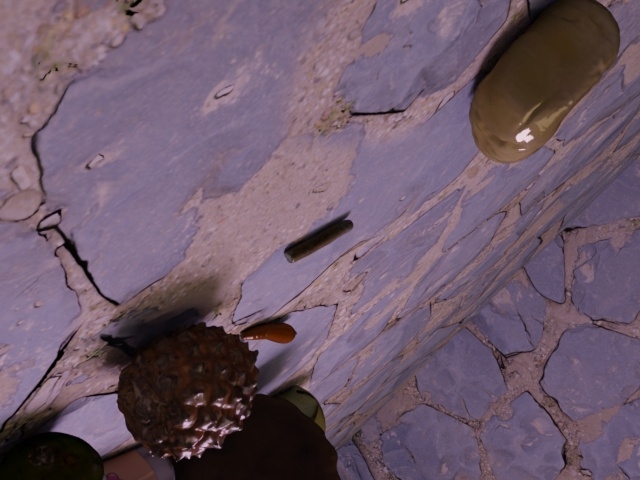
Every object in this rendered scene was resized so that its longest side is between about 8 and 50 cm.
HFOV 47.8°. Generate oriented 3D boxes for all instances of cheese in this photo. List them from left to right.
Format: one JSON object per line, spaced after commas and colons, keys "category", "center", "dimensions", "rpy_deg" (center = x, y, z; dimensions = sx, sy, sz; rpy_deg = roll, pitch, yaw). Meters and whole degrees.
{"category": "cheese", "center": [0.298, -0.205, 0.962], "dimensions": [0.226, 0.117, 0.214], "rpy_deg": [-44, 168, -5]}

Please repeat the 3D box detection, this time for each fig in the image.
{"category": "fig", "center": [-0.345, 0.296, 0.860], "dimensions": [0.177, 0.117, 0.117], "rpy_deg": [-32, 168, 30]}

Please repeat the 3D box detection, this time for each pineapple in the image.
{"category": "pineapple", "center": [-0.147, 0.178, 0.886], "dimensions": [0.193, 0.166, 0.166], "rpy_deg": [-18, 151, -52]}

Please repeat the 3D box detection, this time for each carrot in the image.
{"category": "carrot", "center": [-0.078, 0.147, 1.145], "dimensions": [0.035, 0.035, 0.142], "rpy_deg": [-47, 154, 16]}

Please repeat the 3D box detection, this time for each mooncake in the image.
{"category": "mooncake", "center": [-0.126, 0.452, 1.308], "dimensions": [0.324, 0.324, 0.187], "rpy_deg": [-35, 165, -18]}

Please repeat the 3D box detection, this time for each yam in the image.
{"category": "yam", "center": [0.000, 0.000, 0.978], "dimensions": [0.116, 0.021, 0.021], "rpy_deg": [-28, 158, -32]}

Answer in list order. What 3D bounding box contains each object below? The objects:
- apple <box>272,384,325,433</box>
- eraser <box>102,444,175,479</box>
{"category": "apple", "center": [-0.082, 0.431, 1.588], "dimensions": [0.188, 0.174, 0.207], "rpy_deg": [-19, 168, -43]}
{"category": "eraser", "center": [-0.325, 0.421, 1.065], "dimensions": [0.087, 0.171, 0.290], "rpy_deg": [-41, 163, 26]}
